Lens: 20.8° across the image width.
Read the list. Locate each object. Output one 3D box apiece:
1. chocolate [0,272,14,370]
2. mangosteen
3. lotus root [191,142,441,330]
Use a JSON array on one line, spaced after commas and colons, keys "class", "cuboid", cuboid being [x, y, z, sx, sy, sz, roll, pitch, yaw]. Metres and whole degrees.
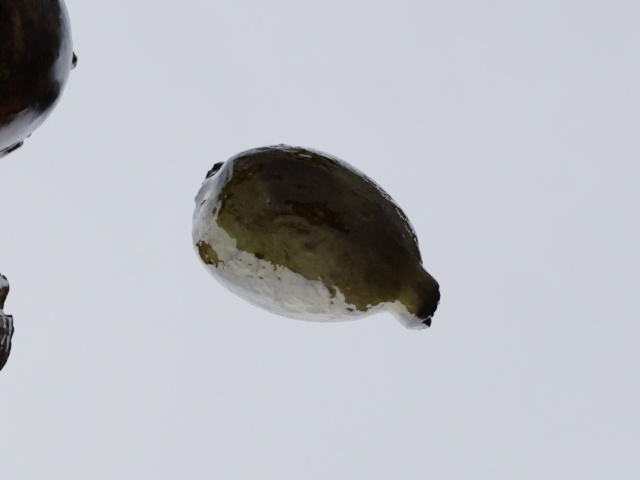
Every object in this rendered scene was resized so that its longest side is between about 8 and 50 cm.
[{"class": "chocolate", "cuboid": [-0.354, 0.099, 1.425, 0.093, 0.148, 0.214, 30, -125, 18]}, {"class": "mangosteen", "cuboid": [-0.259, -0.136, 1.058, 0.192, 0.217, 0.192, -24, -163, 8]}, {"class": "lotus root", "cuboid": [0.000, 0.000, 1.350, 0.214, 0.138, 0.138, 23, -145, 15]}]
